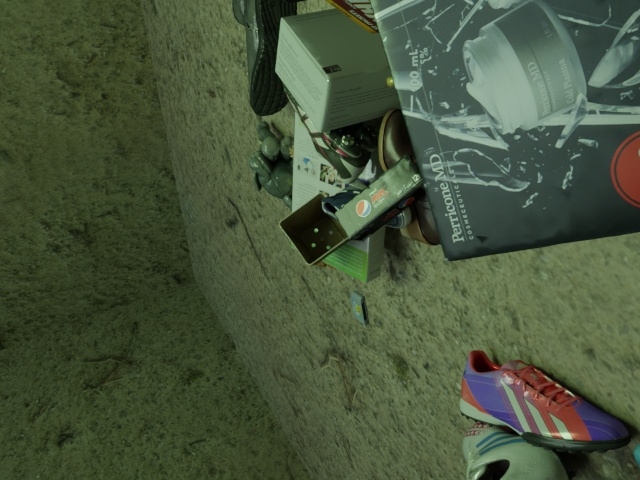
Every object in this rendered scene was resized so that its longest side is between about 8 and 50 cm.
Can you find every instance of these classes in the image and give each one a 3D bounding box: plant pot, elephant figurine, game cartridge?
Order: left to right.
[{"bbox_3d":[-0.115,-0.203,1.623,0.169,0.186,0.239,30,180,-17],"label":"elephant figurine"},{"bbox_3d":[-0.002,-0.013,1.230,0.109,0.109,0.096,54,179,16],"label":"plant pot"},{"bbox_3d":[0.100,0.174,1.584,0.056,0.017,0.083,35,140,61],"label":"game cartridge"}]

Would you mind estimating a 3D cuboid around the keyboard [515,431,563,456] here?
[{"bbox_3d":[0.398,0.385,1.059,0.180,0.023,0.108,64,164,11],"label":"keyboard"}]

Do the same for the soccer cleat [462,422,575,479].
[{"bbox_3d":[0.301,0.396,1.086,0.116,0.143,0.331,66,164,9],"label":"soccer cleat"}]

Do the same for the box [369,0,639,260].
[{"bbox_3d":[0.240,-0.182,0.561,0.313,0.179,0.343,-12,99,40],"label":"box"}]

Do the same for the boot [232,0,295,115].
[{"bbox_3d":[-0.144,-0.493,1.477,0.222,0.118,0.338,52,141,44],"label":"boot"}]

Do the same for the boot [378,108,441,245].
[{"bbox_3d":[0.205,-0.112,1.037,0.207,0.090,0.248,2,107,52],"label":"boot"}]

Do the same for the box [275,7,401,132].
[{"bbox_3d":[0.041,-0.307,1.076,0.181,0.181,0.119,58,154,29],"label":"box"}]

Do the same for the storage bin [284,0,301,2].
[{"bbox_3d":[-0.009,-0.487,1.040,0.084,0.180,0.122,48,150,45],"label":"storage bin"}]

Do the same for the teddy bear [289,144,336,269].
[{"bbox_3d":[0.022,-0.106,1.420,0.245,0.113,0.337,-12,97,50],"label":"teddy bear"}]

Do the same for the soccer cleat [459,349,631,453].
[{"bbox_3d":[0.341,0.254,0.982,0.318,0.109,0.116,-3,86,64],"label":"soccer cleat"}]

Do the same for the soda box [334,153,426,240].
[{"bbox_3d":[0.107,-0.069,1.021,0.169,0.053,0.060,-39,68,27],"label":"soda box"}]

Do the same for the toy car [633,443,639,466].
[{"bbox_3d":[0.465,0.231,0.602,0.210,0.219,0.238,48,178,43],"label":"toy car"}]

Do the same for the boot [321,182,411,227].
[{"bbox_3d":[0.080,-0.052,1.113,0.190,0.086,0.069,27,137,58],"label":"boot"}]

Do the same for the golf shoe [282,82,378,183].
[{"bbox_3d":[-0.001,-0.226,1.158,0.272,0.105,0.120,59,154,28],"label":"golf shoe"}]

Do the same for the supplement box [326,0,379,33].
[{"bbox_3d":[0.108,-0.393,0.791,0.191,0.129,0.194,27,92,60],"label":"supplement box"}]

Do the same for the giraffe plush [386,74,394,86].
[{"bbox_3d":[0.189,-0.232,0.807,0.210,0.171,0.181,57,155,28],"label":"giraffe plush"}]

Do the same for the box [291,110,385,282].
[{"bbox_3d":[0.037,-0.098,1.285,0.232,0.059,0.321,25,122,38],"label":"box"}]
